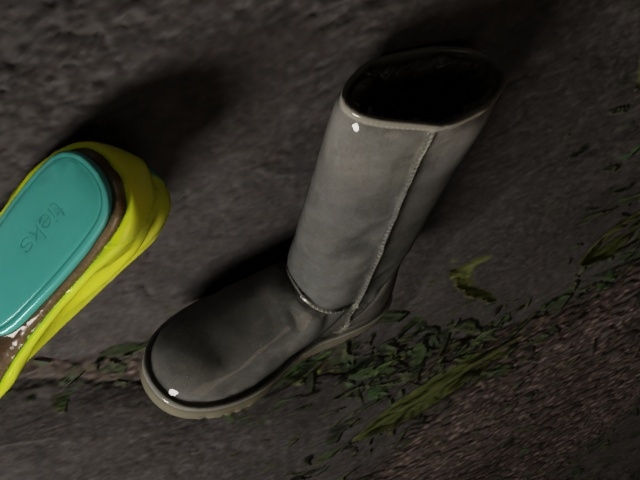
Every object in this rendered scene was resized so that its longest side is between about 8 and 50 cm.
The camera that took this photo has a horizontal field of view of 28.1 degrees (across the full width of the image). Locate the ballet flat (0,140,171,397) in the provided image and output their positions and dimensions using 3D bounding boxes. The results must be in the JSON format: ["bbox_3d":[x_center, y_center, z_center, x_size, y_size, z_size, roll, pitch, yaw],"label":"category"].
[{"bbox_3d":[-0.159,0.039,0.620,0.231,0.077,0.077,-41,167,16],"label":"ballet flat"}]

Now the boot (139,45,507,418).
[{"bbox_3d":[-0.002,-0.001,0.693,0.190,0.076,0.208,-30,163,-31],"label":"boot"}]
